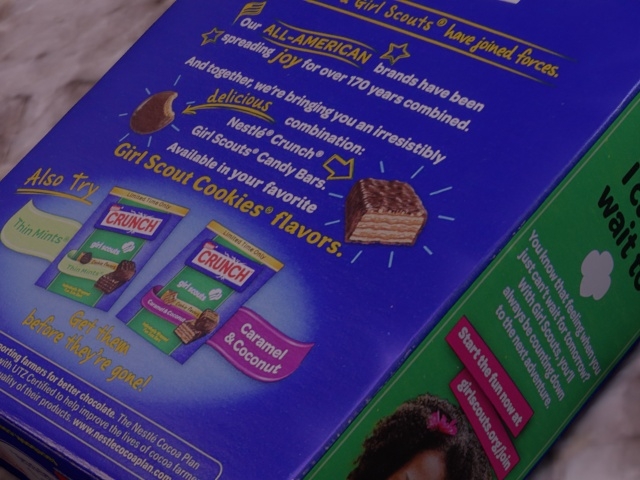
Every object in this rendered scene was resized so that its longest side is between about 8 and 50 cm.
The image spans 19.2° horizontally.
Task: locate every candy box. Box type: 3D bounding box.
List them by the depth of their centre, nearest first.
[{"bbox_3d":[0.000,0.000,0.853,0.268,0.122,0.317,25,66,42],"label":"candy box"}]
